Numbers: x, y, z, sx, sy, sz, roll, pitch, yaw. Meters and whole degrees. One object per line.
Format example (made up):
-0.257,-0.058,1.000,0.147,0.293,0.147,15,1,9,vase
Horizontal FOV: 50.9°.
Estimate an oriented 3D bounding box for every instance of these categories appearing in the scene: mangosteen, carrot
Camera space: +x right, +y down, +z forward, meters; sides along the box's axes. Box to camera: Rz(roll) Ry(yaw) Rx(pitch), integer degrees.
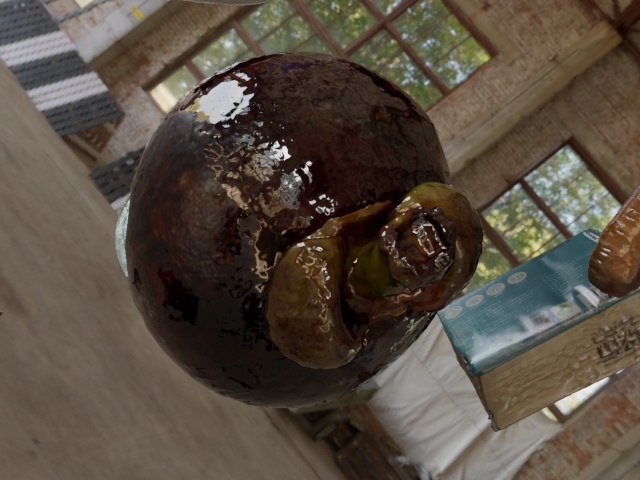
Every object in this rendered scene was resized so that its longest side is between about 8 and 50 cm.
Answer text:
-0.007,-0.006,0.564,0.294,0.297,0.297,7,-24,24,mangosteen
0.173,-0.012,0.356,0.032,0.093,0.032,25,16,-8,carrot

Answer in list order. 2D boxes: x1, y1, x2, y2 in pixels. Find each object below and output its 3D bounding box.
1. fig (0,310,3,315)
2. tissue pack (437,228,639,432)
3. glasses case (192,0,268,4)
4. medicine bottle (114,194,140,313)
-0.491,0.100,0.820,0.093,0.166,0.093,52,-9,12,fig
0.319,0.123,0.946,0.134,0.271,0.192,59,7,-20,tissue pack
-0.139,-0.278,0.688,0.194,0.049,0.074,10,-6,6,glasses case
-0.151,0.033,0.947,0.245,0.245,0.290,51,-12,17,medicine bottle
